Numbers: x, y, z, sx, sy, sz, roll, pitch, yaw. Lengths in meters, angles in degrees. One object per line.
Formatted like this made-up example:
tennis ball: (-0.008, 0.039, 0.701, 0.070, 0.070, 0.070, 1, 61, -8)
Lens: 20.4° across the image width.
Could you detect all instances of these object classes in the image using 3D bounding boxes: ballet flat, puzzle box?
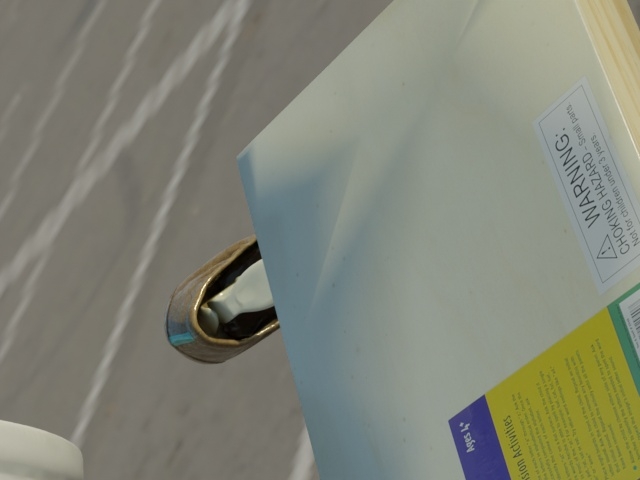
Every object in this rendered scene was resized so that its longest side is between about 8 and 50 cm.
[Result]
ballet flat: (0.000, 0.000, 1.685, 0.342, 0.116, 0.124, -34, 5, -9)
puzzle box: (0.092, 0.050, 0.924, 0.272, 0.052, 0.409, -41, 52, 37)

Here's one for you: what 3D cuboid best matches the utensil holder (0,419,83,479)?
utensil holder: (-0.351, 0.349, 1.377, 0.327, 0.328, 0.385, -31, 56, 58)
